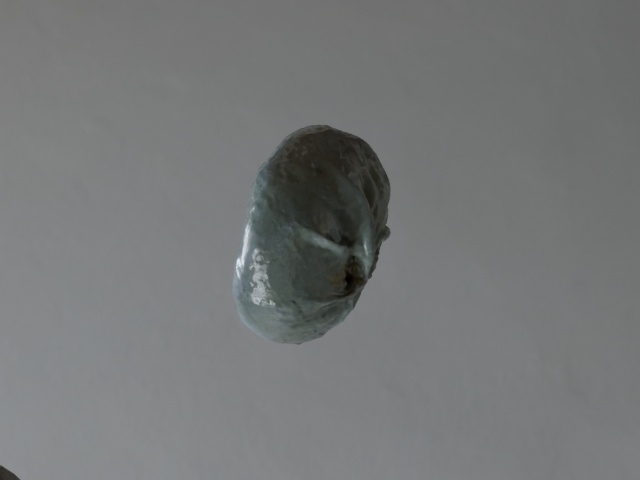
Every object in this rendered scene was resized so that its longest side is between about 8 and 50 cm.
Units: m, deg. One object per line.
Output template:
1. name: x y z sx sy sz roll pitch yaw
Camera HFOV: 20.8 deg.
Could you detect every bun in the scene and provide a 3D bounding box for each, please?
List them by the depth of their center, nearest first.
1. bun: 0.000 0.000 1.081 0.083 0.141 0.141 18 -133 11

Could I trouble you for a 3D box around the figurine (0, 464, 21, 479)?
1. figurine: -0.149 0.082 0.354 0.189 0.142 0.263 -13 -160 -35
